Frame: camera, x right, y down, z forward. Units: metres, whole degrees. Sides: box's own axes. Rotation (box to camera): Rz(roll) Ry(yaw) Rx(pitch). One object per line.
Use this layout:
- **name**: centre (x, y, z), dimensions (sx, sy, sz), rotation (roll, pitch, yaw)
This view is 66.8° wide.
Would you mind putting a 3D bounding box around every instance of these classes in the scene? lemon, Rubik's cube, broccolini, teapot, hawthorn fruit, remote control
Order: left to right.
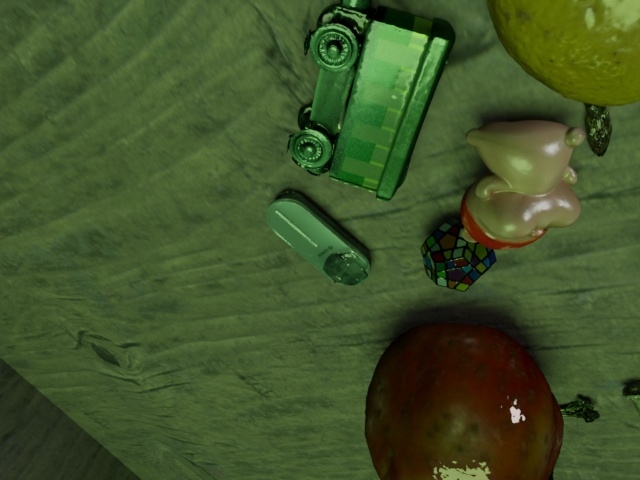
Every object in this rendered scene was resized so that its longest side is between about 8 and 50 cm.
- **remote control**: centre (0.000, 0.000, 0.967), dimensions (0.247, 0.052, 0.104), rotation (41, 131, -15)
- **hawthorn fruit**: centre (0.268, 0.384, 0.960), dimensions (0.402, 0.403, 0.403), rotation (10, 130, 12)
- **Rubik's cube**: centre (0.242, 0.025, 0.859), dimensions (0.111, 0.133, 0.133), rotation (-14, 126, -2)
- **broccolini**: centre (0.518, 0.389, 1.093), dimensions (0.194, 0.054, 0.052), rotation (-13, 155, 20)
- **lemon**: centre (0.305, -0.282, 0.502), dimensions (0.310, 0.253, 0.253), rotation (41, 130, -6)
- **teapot**: centre (0.663, 0.323, 0.991), dimensions (0.083, 0.057, 0.067), rotation (43, 91, -12)

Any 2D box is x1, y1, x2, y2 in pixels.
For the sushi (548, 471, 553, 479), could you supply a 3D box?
- **sushi**: centre (0.421, 0.580, 1.202), dimensions (0.350, 0.171, 0.211), rotation (27, 150, -6)

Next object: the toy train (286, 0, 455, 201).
- **toy train**: centre (0.065, -0.212, 0.730), dimensions (0.202, 0.120, 0.301), rotation (17, 131, 2)

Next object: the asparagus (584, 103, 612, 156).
- **asparagus**: centre (0.391, -0.191, 0.685), dimensions (0.036, 0.030, 0.165), rotation (-15, 121, 17)

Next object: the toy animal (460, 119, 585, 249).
- **toy animal**: centre (0.294, -0.078, 0.730), dimensions (0.171, 0.171, 0.198), rotation (5, 122, 16)
